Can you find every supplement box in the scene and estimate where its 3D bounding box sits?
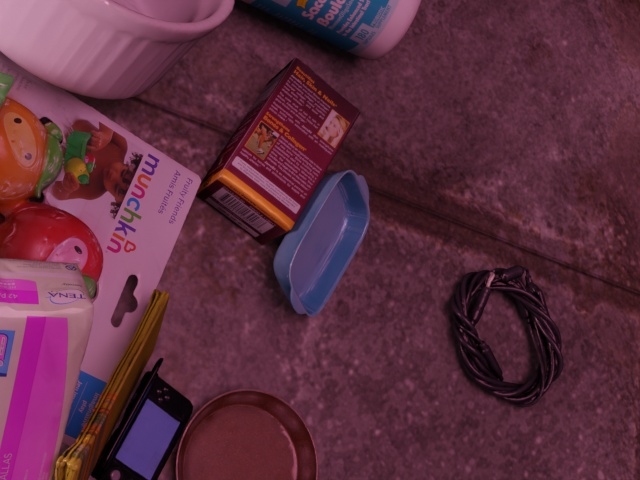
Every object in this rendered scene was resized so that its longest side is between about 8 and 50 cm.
[{"bbox_3d":[-0.048,-0.104,1.163,0.104,0.081,0.188,38,62,-15],"label":"supplement box"}]

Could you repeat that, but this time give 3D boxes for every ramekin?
[{"bbox_3d":[-0.237,-0.277,1.020,0.277,0.135,0.277,29,38,-25],"label":"ramekin"}]

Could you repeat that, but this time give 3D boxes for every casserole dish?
[{"bbox_3d":[0.000,0.000,1.163,0.188,0.037,0.114,-59,147,-26],"label":"casserole dish"}]

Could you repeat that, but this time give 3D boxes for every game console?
[{"bbox_3d":[-0.172,0.194,1.004,0.107,0.071,0.122,46,58,-33],"label":"game console"}]

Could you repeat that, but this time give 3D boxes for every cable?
[{"bbox_3d":[0.241,0.125,1.287,0.150,0.047,0.185,-7,81,-31],"label":"cable"}]

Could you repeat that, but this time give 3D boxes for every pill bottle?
[{"bbox_3d":[-0.016,-0.332,1.205,0.264,0.146,0.146,20,68,-23],"label":"pill bottle"}]

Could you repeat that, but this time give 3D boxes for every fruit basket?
[{"bbox_3d":[-0.303,-0.016,0.950,0.353,0.165,0.327,31,64,-23],"label":"fruit basket"}]

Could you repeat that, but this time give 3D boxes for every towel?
[{"bbox_3d":[-0.200,0.154,0.950,0.021,0.102,0.237,23,39,-2],"label":"towel"}]

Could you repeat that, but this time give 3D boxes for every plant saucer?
[{"bbox_3d":[-0.082,0.247,1.082,0.168,0.029,0.169,8,74,-28],"label":"plant saucer"}]

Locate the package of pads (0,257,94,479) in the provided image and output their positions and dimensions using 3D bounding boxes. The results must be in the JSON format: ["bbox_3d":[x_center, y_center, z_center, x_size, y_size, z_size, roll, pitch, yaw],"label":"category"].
[{"bbox_3d":[-0.336,0.152,0.832,0.229,0.101,0.297,6,115,-28],"label":"package of pads"}]
